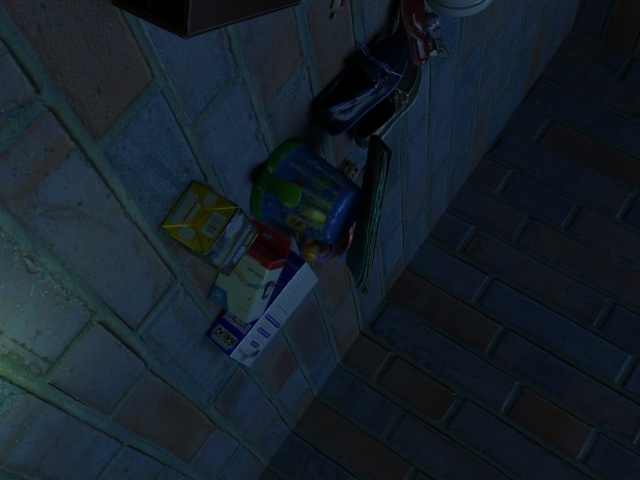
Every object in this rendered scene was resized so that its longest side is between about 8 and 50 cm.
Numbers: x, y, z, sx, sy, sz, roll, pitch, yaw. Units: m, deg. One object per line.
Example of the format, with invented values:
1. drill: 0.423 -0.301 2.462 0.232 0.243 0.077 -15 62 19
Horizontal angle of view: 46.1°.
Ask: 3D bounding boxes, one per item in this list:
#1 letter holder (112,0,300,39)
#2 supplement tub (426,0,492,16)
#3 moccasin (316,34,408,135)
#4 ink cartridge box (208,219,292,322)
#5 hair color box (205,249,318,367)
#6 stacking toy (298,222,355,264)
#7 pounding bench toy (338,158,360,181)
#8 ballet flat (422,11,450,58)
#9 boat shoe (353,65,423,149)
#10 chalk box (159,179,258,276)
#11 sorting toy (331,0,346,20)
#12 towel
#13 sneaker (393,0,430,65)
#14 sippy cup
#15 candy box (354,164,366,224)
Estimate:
1. letter holder: -0.158 -0.471 1.178 0.302 0.152 0.214 -37 149 -47
2. supplement tub: 0.351 -0.747 1.882 0.241 0.241 0.331 -55 160 -13
3. moccasin: 0.119 -0.417 1.957 0.342 0.138 0.117 -54 156 -17
4. ink cartridge box: -0.180 0.078 1.943 0.078 0.134 0.231 -14 131 -63
5. hair color box: -0.162 0.190 2.158 0.339 0.110 0.185 -52 160 -9
6. stacking toy: 0.000 0.000 2.066 0.302 0.166 0.175 -55 147 -74
7. pounding bench toy: 0.089 -0.204 2.315 0.065 0.052 0.083 -57 161 -8
8. ballet flat: 0.343 -0.618 2.328 0.079 0.077 0.221 -40 155 2
9. boat shoe: 0.199 -0.405 2.210 0.305 0.109 0.091 -56 166 1
10. chalk box: -0.236 -0.017 1.678 0.132 0.132 0.213 -57 162 -11
11. sorting toy: 0.046 -0.554 1.758 0.062 0.012 0.083 -33 147 -52
12. towel: 0.122 -0.076 1.957 0.271 0.040 0.370 -104 -158 -73
13. sneaker: 0.220 -0.586 2.064 0.087 0.128 0.221 -19 107 -36
14. sippy cup: -0.021 -0.109 1.927 0.305 0.224 0.240 -40 153 -42
15. candy box: 0.137 -0.128 2.517 0.165 0.070 0.196 -52 159 -22
